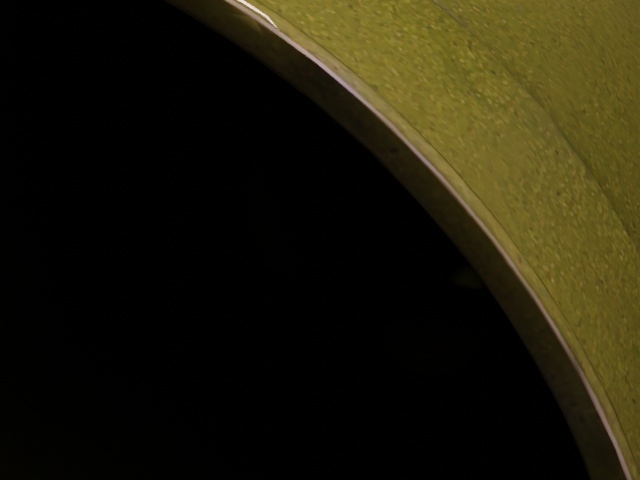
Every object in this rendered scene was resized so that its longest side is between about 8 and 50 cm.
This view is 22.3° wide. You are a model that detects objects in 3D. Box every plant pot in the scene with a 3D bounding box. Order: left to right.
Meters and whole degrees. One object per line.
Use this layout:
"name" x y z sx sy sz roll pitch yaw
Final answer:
"plant pot" 0.000 0.000 0.590 0.367 0.366 0.353 15 34 24
